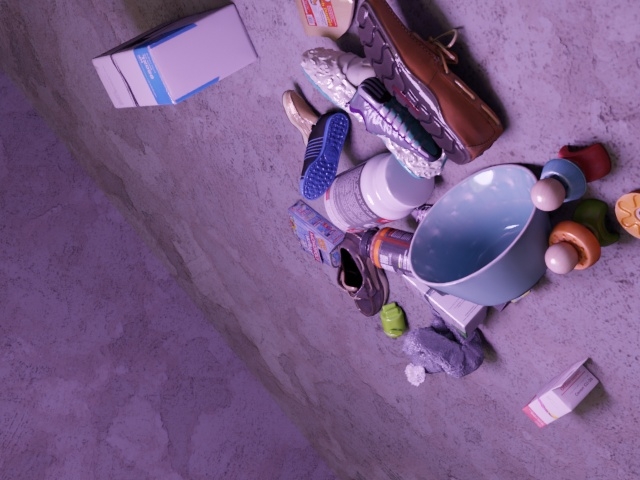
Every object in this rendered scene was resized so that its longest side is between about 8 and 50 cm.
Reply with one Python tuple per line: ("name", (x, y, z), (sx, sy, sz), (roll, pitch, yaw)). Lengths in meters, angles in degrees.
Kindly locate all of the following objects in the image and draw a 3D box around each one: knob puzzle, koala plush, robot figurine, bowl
("knob puzzle", (0.013, -0.534, 1.689), (0.213, 0.030, 0.213), (38, 149, 28))
("koala plush", (0.312, 0.297, 2.061), (0.203, 0.196, 0.221), (39, 148, 3))
("robot figurine", (0.214, 0.239, 2.263), (0.101, 0.067, 0.115), (-117, 9, -53))
("bowl", (0.352, 0.012, 1.576), (0.163, 0.311, 0.311), (43, 159, -27))

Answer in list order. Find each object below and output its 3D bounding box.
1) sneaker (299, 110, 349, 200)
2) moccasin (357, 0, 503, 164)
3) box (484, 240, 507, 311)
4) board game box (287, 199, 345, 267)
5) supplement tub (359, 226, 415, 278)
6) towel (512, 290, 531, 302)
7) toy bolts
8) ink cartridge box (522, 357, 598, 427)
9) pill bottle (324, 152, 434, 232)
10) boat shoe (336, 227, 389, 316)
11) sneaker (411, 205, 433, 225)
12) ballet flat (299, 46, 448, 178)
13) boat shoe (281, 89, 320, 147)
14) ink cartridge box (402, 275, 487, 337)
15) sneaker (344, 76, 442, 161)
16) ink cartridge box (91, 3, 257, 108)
("sneaker", (-0.001, -0.213, 1.928), (0.081, 0.232, 0.090), (23, 180, -27))
("moccasin", (0.218, -0.332, 1.515), (0.380, 0.147, 0.139), (48, 167, 1))
("box", (0.373, 0.037, 1.786), (0.231, 0.056, 0.183), (42, 152, 20))
("board game box", (0.000, 0.000, 2.320), (0.194, 0.060, 0.194), (31, 146, 38))
("supplement tub", (0.193, 0.027, 1.844), (0.198, 0.106, 0.106), (17, 138, 34))
("towel", (0.431, 0.106, 1.708), (0.060, 0.009, 0.083), (45, 153, 9))
("toy bolts", (0.486, -0.051, 1.391), (0.218, 0.158, 0.228), (-5, 119, 59))
("ink cartridge box", (0.570, 0.358, 1.800), (0.067, 0.115, 0.198), (47, 153, 13))
("pill bottle", (0.139, -0.118, 1.849), (0.161, 0.161, 0.283), (56, 153, -8))
("boat shoe", (0.103, 0.097, 2.197), (0.132, 0.130, 0.355), (30, 146, 37))
("sneaker", (0.243, -0.077, 1.870), (0.069, 0.038, 0.098), (49, 152, 5))
("ballet flat", (0.139, -0.311, 1.679), (0.409, 0.147, 0.147), (44, 152, 6))
("boat shoe", (-0.029, -0.314, 1.996), (0.072, 0.068, 0.190), (-3, 131, 44))
("ink cartridge box", (0.310, 0.134, 1.915), (0.208, 0.087, 0.153), (42, 176, 21))
("sneaker", (0.154, -0.237, 1.598), (0.224, 0.083, 0.098), (45, 141, -3))
("ink cartridge box", (-0.410, -0.498, 2.109), (0.395, 0.285, 0.166), (10, 129, 53))
